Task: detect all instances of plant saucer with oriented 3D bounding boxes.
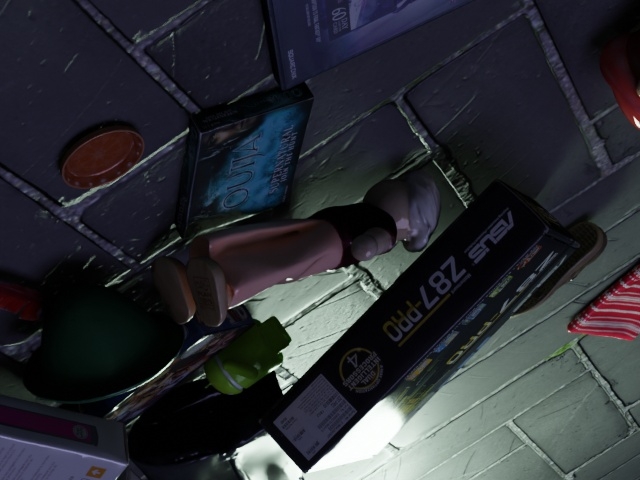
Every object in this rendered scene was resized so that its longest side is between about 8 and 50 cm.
[{"bbox_3d":[-0.205,-0.080,1.557,0.083,0.013,0.083,-24,153,-13],"label":"plant saucer"}]

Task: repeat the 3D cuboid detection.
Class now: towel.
[{"bbox_3d":[0.525,0.063,2.562,0.275,0.031,0.199,-43,151,24],"label":"towel"}]

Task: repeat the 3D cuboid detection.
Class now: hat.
[{"bbox_3d":[-0.246,0.049,1.691,0.173,0.208,0.184,-7,115,14],"label":"hat"}]

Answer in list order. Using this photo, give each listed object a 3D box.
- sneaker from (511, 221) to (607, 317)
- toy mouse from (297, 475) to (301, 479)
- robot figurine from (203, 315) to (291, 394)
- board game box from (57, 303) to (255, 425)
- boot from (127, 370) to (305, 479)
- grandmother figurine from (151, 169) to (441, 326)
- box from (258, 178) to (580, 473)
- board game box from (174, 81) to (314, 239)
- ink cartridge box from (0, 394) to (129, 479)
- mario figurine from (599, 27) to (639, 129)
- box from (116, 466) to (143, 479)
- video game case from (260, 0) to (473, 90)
[{"bbox_3d":[0.316,0.049,2.274,0.188,0.066,0.071,-37,154,14],"label":"sneaker"},{"bbox_3d":[-0.073,0.393,2.220,0.143,0.031,0.161,-31,153,-14],"label":"toy mouse"},{"bbox_3d":[-0.091,0.140,2.004,0.115,0.067,0.101,-35,-176,8],"label":"robot figurine"},{"bbox_3d":[-0.201,0.155,1.892,0.243,0.042,0.165,-39,171,16],"label":"board game box"},{"bbox_3d":[-0.182,0.356,2.199,0.367,0.146,0.445,-34,158,-12],"label":"boot"},{"bbox_3d":[0.000,0.000,1.794,0.342,0.208,0.104,-22,111,-36],"label":"grandmother figurine"},{"bbox_3d":[0.128,0.106,1.997,0.395,0.097,0.318,-46,168,8],"label":"box"},{"bbox_3d":[-0.080,-0.078,1.677,0.126,0.026,0.186,-20,152,-22],"label":"board game box"},{"bbox_3d":[-0.405,0.227,1.755,0.371,0.069,0.176,15,132,-29],"label":"ink cartridge box"},{"bbox_3d":[0.436,-0.230,1.793,0.198,0.170,0.320,-15,149,-33],"label":"mario figurine"},{"bbox_3d":[-0.325,0.377,2.036,0.275,0.094,0.113,-21,136,18],"label":"box"},{"bbox_3d":[0.074,-0.254,1.531,0.274,0.026,0.196,-25,154,-9],"label":"video game case"}]
